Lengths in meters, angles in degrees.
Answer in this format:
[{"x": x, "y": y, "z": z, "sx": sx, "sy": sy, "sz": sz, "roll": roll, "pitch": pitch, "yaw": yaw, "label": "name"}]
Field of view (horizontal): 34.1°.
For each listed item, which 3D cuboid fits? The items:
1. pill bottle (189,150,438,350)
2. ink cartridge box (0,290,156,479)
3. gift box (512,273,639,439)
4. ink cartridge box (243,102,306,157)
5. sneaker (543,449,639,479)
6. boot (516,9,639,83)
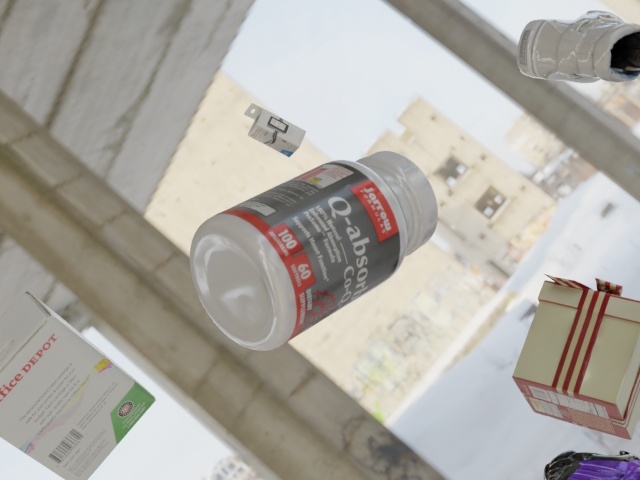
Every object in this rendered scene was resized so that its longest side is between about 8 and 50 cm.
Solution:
[{"x": 0.000, "y": 0.000, "z": 1.578, "sx": 0.363, "sy": 0.210, "sz": 0.210, "roll": -29, "pitch": -21, "yaw": -38, "label": "pill bottle"}, {"x": -0.340, "y": 0.190, "z": 1.322, "sx": 0.154, "sy": 0.093, "sz": 0.212, "roll": -49, "pitch": -48, "yaw": -10, "label": "ink cartridge box"}, {"x": 0.537, "y": 0.223, "z": 2.146, "sx": 0.258, "sy": 0.276, "sz": 0.255, "roll": -64, "pitch": -28, "yaw": -19, "label": "gift box"}, {"x": -0.067, "y": -0.149, "z": 1.411, "sx": 0.028, "sy": 0.083, "sz": 0.048, "roll": -67, "pitch": 12, "yaw": -20, "label": "ink cartridge box"}, {"x": 0.318, "y": 0.340, "z": 1.323, "sx": 0.293, "sy": 0.146, "sz": 0.102, "roll": -10, "pitch": -58, "yaw": -28, "label": "sneaker"}, {"x": 0.348, "y": -0.223, "z": 1.248, "sx": 0.258, "sy": 0.123, "sz": 0.095, "roll": -19, "pitch": -62, "yaw": -49, "label": "boot"}]
